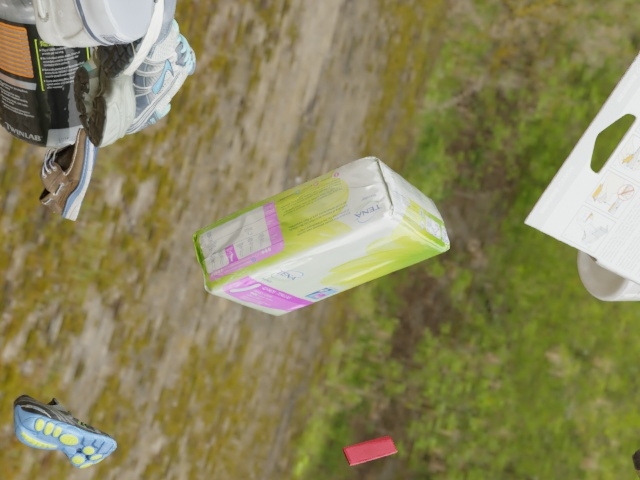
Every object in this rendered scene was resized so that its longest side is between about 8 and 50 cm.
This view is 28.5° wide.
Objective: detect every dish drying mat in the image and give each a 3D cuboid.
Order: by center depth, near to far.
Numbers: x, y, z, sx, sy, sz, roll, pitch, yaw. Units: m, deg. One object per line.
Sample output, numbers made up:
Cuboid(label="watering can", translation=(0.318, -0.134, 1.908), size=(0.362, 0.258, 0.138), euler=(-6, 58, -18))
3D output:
Cuboid(label="dish drying mat", translation=(0.077, 0.329, 1.973), size=(0.008, 0.083, 0.032), euler=(111, -39, -52))

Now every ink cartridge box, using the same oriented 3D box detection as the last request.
Cuboid(label="ink cartridge box", translation=(0.403, -0.091, 1.517), size=(0.275, 0.239, 0.060), euler=(-58, -159, 17))

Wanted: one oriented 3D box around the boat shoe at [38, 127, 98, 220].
Cuboid(label="boat shoe", translation=(-0.343, -0.091, 1.697), size=(0.183, 0.066, 0.066), euler=(119, -18, -48))

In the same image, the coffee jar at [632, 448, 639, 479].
Cuboid(label="coffee jar", translation=(0.605, 0.433, 2.179), size=(0.096, 0.079, 0.184), euler=(-19, 90, -49))

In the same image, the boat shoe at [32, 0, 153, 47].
Cuboid(label="boat shoe", translation=(-0.272, -0.370, 1.245), size=(0.136, 0.157, 0.367), euler=(-31, 115, -63))

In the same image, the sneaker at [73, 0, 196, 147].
Cuboid(label="sneaker", translation=(-0.199, -0.223, 1.431), size=(0.122, 0.110, 0.283), euler=(-19, 160, -30))

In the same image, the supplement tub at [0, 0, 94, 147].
Cuboid(label="supplement tub", translation=(-0.371, -0.295, 1.718), size=(0.316, 0.194, 0.193), euler=(97, 11, -50))

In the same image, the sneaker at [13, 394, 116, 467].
Cuboid(label="sneaker", translation=(-0.347, 0.256, 1.724), size=(0.067, 0.078, 0.188), euler=(-38, 140, 12))

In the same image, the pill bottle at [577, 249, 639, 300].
Cuboid(label="pill bottle", translation=(0.535, 0.031, 2.006), size=(0.131, 0.229, 0.131), euler=(-4, -95, 59))

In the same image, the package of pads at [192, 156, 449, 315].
Cuboid(label="package of pads", translation=(0.000, 0.000, 1.726), size=(0.229, 0.297, 0.101), euler=(28, 42, -62))
